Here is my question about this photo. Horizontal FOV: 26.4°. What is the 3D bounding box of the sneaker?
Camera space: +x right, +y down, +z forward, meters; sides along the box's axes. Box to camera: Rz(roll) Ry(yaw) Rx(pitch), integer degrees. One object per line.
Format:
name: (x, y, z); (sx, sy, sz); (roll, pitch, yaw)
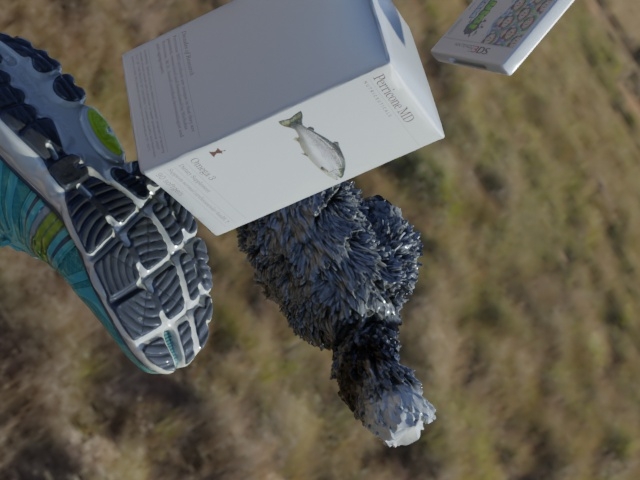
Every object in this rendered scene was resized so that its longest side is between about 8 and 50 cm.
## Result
sneaker: (-0.177, -0.020, 0.979); (0.275, 0.110, 0.107); (54, 42, 3)

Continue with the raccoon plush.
raccoon plush: (0.000, 0.000, 1.641); (0.299, 0.216, 0.446); (49, 0, -40)

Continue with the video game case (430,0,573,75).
video game case: (0.191, -0.228, 1.308); (0.019, 0.157, 0.143); (43, -6, -25)

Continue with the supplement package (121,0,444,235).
supplement package: (-0.026, -0.097, 0.914); (0.105, 0.179, 0.105); (45, 27, -54)
